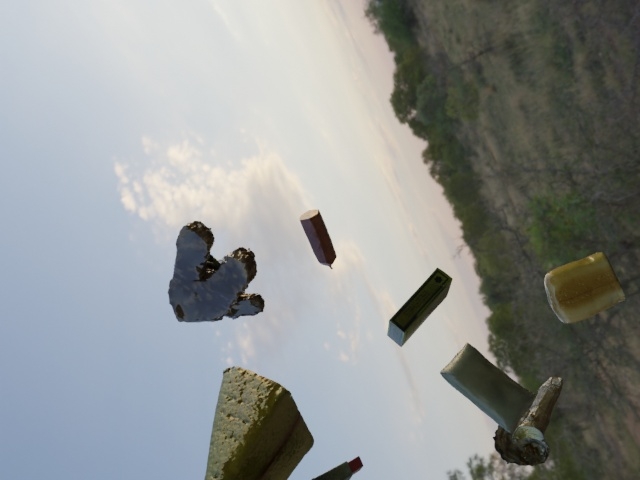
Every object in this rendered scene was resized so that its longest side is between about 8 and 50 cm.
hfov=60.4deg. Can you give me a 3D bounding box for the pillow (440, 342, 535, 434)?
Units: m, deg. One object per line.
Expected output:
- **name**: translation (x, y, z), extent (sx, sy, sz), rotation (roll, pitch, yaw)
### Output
- **pillow**: translation (0.386, 0.337, 1.262), extent (0.208, 0.119, 0.053), rotation (37, 146, 25)

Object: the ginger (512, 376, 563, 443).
- **ginger**: translation (0.384, 0.301, 0.958), extent (0.057, 0.137, 0.044), rotation (44, 162, -22)

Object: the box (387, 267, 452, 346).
- **box**: translation (0.287, 0.195, 1.597), extent (0.064, 0.220, 0.141), rotation (37, 160, 21)

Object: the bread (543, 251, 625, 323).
- **bread**: translation (0.618, 0.113, 1.300), extent (0.085, 0.173, 0.134), rotation (38, -148, -79)

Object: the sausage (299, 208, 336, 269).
- **sausage**: translation (0.000, 0.000, 1.513), extent (0.065, 0.065, 0.170), rotation (-81, -29, -61)

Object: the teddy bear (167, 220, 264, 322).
- **teddy bear**: translation (-0.219, 0.074, 1.223), extent (0.246, 0.296, 0.222), rotation (34, -146, 3)

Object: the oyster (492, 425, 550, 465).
- **oyster**: translation (0.543, 0.551, 1.480), extent (0.056, 0.177, 0.106), rotation (125, 150, -60)

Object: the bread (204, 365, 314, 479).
- **bread**: translation (-0.212, 0.529, 1.332), extent (0.362, 0.244, 0.233), rotation (-50, -46, -36)

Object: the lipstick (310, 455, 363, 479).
- **lipstick**: translation (0.006, 0.581, 1.305), extent (0.312, 0.051, 0.051), rotation (-3, -128, -48)
